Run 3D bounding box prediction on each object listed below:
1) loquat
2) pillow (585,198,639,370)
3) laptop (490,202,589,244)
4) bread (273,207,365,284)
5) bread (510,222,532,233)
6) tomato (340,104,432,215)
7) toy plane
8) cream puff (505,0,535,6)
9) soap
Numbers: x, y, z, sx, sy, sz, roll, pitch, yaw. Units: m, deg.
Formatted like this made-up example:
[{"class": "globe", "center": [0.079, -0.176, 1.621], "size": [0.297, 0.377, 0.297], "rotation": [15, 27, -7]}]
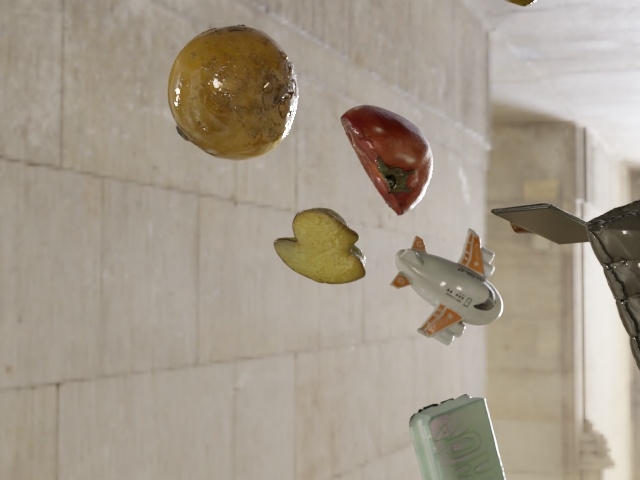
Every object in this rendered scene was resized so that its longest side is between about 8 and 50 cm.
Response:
[{"class": "loquat", "center": [-0.150, -0.252, 1.865], "size": [0.235, 0.235, 0.235], "rotation": [0, 177, 0]}, {"class": "pillow", "center": [0.522, 0.020, 1.389], "size": [0.326, 0.228, 0.101], "rotation": [-23, -174, -7]}, {"class": "laptop", "center": [0.387, -0.027, 1.824], "size": [0.180, 0.016, 0.129], "rotation": [20, 164, -37]}, {"class": "bread", "center": [0.000, 0.000, 1.861], "size": [0.187, 0.149, 0.065], "rotation": [0, -144, 42]}, {"class": "bread", "center": [0.386, -0.032, 1.993], "size": [0.036, 0.047, 0.083], "rotation": [-45, -153, -25]}, {"class": "tomato", "center": [0.099, -0.122, 1.474], "size": [0.091, 0.159, 0.139], "rotation": [-34, -152, -2]}, {"class": "toy plane", "center": [0.257, 0.087, 2.189], "size": [0.244, 0.245, 0.117], "rotation": [1, 165, -12]}, {"class": "cream puff", "center": [0.291, -0.482, 1.580], "size": [0.274, 0.270, 0.323], "rotation": [-14, 147, -33]}, {"class": "soap", "center": [0.273, 0.443, 2.117], "size": [0.150, 0.261, 0.094], "rotation": [-15, -179, -20]}]
